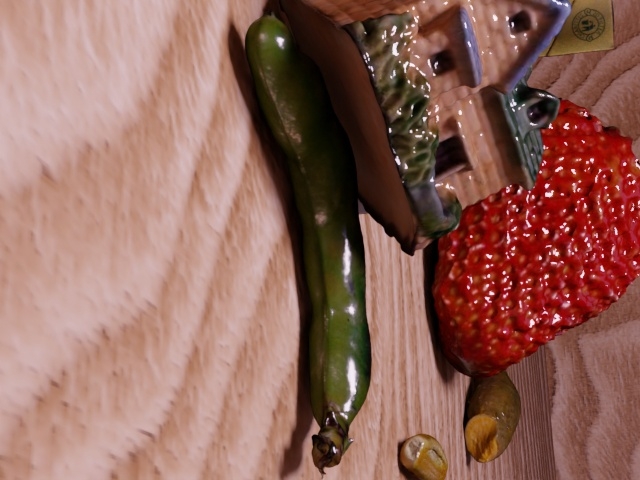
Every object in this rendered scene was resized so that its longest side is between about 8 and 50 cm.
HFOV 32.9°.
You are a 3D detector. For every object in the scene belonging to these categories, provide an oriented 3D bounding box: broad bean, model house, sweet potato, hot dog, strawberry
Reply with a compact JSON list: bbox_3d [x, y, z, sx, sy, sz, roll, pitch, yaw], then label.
[{"bbox_3d":[0.000,0.000,0.721,0.144,0.049,0.292,-12,95,-78],"label":"broad bean"},{"bbox_3d":[0.093,-0.115,0.760,0.166,0.172,0.183,48,-20,58],"label":"model house"},{"bbox_3d":[0.240,0.216,1.491,0.243,0.077,0.077,-61,142,-63],"label":"sweet potato"},{"bbox_3d":[0.102,0.213,1.059,0.044,0.028,0.137,-66,155,-11],"label":"hot dog"},{"bbox_3d":[0.257,0.022,1.336,0.351,0.267,0.312,-57,151,-29],"label":"strawberry"}]

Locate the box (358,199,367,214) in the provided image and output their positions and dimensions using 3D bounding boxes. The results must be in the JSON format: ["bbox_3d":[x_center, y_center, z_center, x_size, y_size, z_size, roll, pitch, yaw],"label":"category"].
[{"bbox_3d":[0.022,-0.129,0.851,0.039,0.055,0.218,-46,128,-73],"label":"box"}]

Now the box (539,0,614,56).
[{"bbox_3d":[0.184,-0.252,1.151,0.159,0.240,0.071,-75,156,-53],"label":"box"}]

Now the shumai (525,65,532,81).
[{"bbox_3d":[0.172,-0.280,0.966,0.330,0.292,0.288,1,63,-52],"label":"shumai"}]
